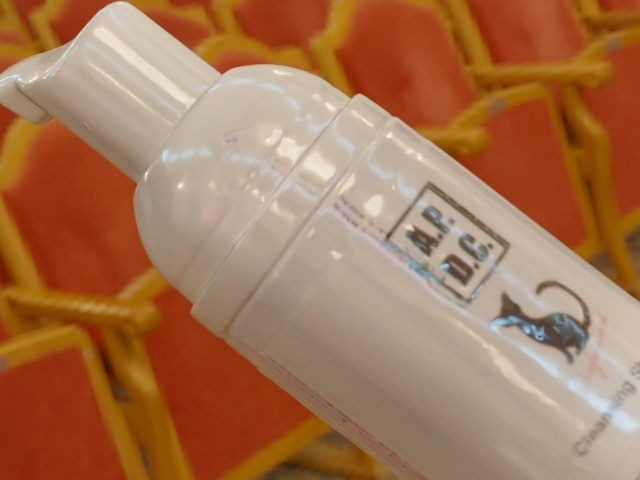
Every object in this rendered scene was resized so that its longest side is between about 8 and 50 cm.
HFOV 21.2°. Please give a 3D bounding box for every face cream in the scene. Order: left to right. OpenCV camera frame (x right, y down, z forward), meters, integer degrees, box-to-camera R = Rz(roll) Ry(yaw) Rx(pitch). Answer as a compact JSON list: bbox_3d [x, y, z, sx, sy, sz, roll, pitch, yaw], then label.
[{"bbox_3d":[0.000,0.000,0.853,0.145,0.370,0.145,-53,1,1],"label":"face cream"}]
